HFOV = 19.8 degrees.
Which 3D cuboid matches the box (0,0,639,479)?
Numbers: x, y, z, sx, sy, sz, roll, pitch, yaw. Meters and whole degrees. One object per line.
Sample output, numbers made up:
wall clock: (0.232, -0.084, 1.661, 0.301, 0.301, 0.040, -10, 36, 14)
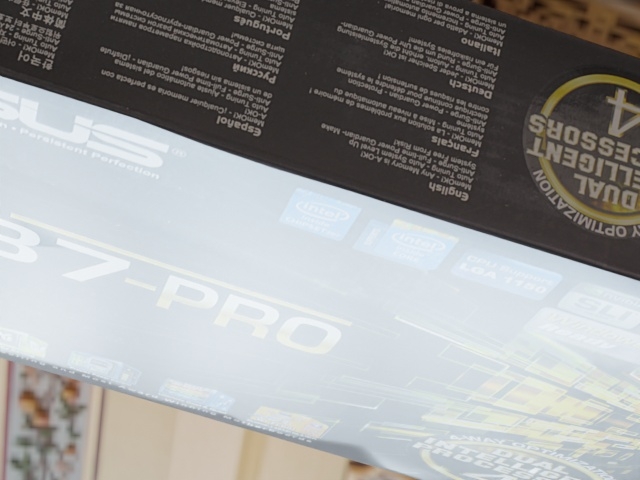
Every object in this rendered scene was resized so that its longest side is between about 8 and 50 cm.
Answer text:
box: (0.000, 0.000, 0.750, 0.395, 0.318, 0.097, 18, -114, -8)
